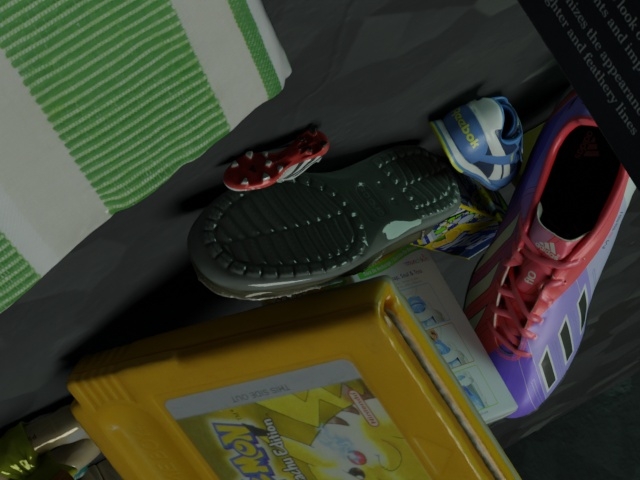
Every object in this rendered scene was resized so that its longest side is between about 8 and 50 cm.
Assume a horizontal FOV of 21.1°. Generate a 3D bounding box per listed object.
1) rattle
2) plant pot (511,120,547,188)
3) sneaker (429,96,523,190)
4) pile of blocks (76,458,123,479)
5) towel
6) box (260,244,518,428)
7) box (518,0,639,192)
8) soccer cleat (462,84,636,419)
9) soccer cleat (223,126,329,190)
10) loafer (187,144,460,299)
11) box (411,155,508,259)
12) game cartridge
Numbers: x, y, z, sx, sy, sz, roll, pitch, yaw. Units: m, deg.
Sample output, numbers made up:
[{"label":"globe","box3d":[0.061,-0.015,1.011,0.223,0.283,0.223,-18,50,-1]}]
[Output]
[{"label":"rattle","box3d":[-0.221,0.234,1.553,0.130,0.143,0.200,-43,163,-21]},{"label":"plant pot","box3d":[0.212,-0.055,1.490,0.081,0.083,0.081,-31,164,3]},{"label":"sneaker","box3d":[0.137,-0.078,1.353,0.059,0.053,0.144,-36,164,16]},{"label":"pile of blocks","box3d":[-0.241,0.304,1.762,0.362,0.113,0.149,-12,156,-45]},{"label":"towel","box3d":[-0.165,-0.046,0.778,0.325,0.038,0.248,-40,153,-9]},{"label":"box","box3d":[0.053,0.090,1.445,0.103,0.203,0.114,-14,159,-45]},{"label":"box","box3d":[0.333,-0.177,0.955,0.212,0.293,0.395,-17,161,-36]},{"label":"soccer cleat","box3d":[0.183,0.016,1.406,0.116,0.108,0.318,-44,155,-66]},{"label":"soccer cleat","box3d":[-0.031,-0.051,1.197,0.083,0.029,0.035,-27,160,-22]},{"label":"loafer","box3d":[0.000,0.000,1.282,0.251,0.094,0.087,-15,154,-40]},{"label":"box","box3d":[0.110,-0.027,1.457,0.059,0.054,0.169,-34,162,16]},{"label":"game cartridge","box3d":[-0.016,0.178,1.378,0.323,0.285,0.053,-17,-150,32]}]
